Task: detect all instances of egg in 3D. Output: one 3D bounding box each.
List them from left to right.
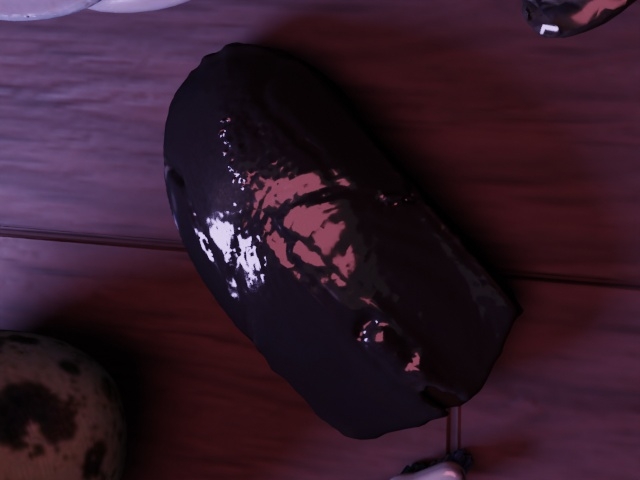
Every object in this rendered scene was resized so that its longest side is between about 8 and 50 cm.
[{"bbox_3d":[-0.202,0.137,0.790,0.228,0.177,0.177,-32,93,10],"label":"egg"}]

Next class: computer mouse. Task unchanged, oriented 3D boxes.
[{"bbox_3d":[0.000,0.000,0.734,0.122,0.073,0.217,-40,91,24],"label":"computer mouse"}]

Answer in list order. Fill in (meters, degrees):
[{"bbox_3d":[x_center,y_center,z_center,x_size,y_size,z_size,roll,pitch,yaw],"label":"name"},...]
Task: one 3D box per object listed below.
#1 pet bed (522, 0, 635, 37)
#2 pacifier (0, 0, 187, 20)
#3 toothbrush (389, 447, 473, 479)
[{"bbox_3d":[0.135,-0.204,0.593,0.210,0.159,0.183,-30,68,23],"label":"pet bed"},{"bbox_3d":[-0.128,-0.206,0.632,0.299,0.233,0.244,-38,94,26],"label":"pacifier"},{"bbox_3d":[-0.048,0.177,0.825,0.304,0.030,0.030,-27,95,24],"label":"toothbrush"}]
